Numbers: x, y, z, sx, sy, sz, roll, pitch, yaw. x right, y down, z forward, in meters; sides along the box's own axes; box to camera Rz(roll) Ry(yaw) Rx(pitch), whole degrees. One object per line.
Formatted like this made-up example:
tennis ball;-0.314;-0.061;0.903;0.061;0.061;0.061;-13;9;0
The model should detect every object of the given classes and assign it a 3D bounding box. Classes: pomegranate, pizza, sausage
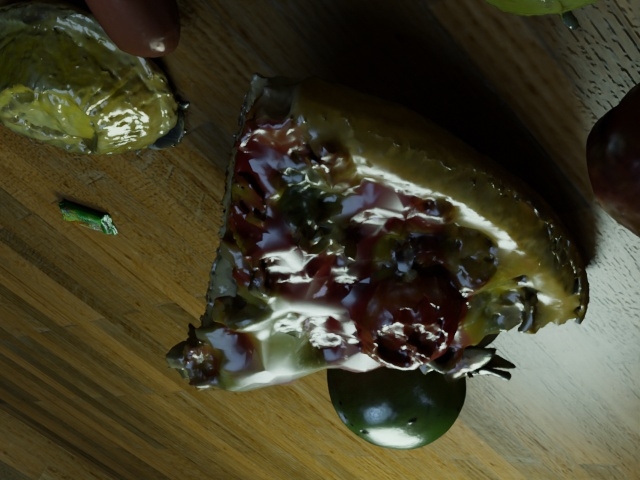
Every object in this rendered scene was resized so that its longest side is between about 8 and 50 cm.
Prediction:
pomegranate;0.119;0.152;0.981;0.224;0.181;0.181;-28;123;29
pizza;0.021;0.062;0.765;0.440;0.130;0.406;29;126;-35
sausage;-0.177;-0.236;0.694;0.077;0.077;0.194;9;145;26

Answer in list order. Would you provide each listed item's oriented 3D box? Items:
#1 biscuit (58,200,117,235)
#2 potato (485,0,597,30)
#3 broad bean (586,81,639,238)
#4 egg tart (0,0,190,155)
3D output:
biscuit;-0.338;-0.033;1.175;0.089;0.016;0.046;18;149;14
potato;0.134;-0.224;0.409;0.169;0.143;0.248;24;150;-11
broad bean;0.297;-0.033;0.565;0.228;0.156;0.122;31;153;5
egg tart;-0.270;-0.154;0.874;0.252;0.098;0.232;19;152;6
